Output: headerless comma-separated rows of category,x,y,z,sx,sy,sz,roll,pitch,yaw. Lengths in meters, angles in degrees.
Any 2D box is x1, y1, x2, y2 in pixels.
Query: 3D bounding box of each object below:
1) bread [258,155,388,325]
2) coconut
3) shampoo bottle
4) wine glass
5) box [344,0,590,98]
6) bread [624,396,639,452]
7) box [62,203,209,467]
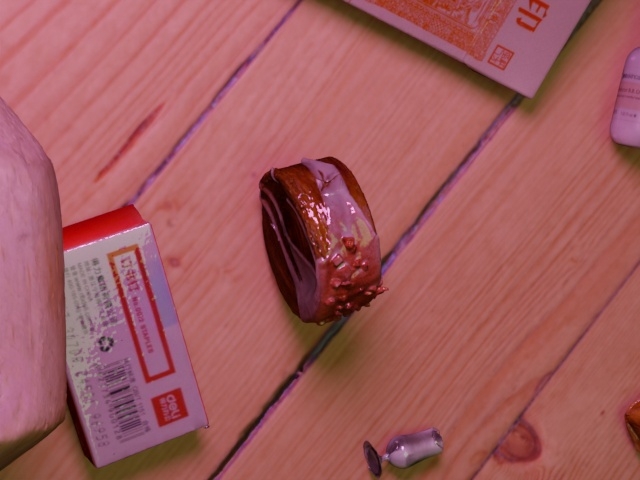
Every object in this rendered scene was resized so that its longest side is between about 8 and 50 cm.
bread,0.000,0.000,1.241,0.073,0.160,0.160,-15,105,-22
coconut,-0.367,0.054,0.980,0.344,0.415,0.415,1,99,-19
shampoo bottle,0.368,-0.193,1.396,0.074,0.074,0.192,10,97,-23
wine glass,0.090,0.223,1.383,0.083,0.042,0.039,-15,143,-22
box,0.112,-0.303,1.261,0.365,0.051,0.205,23,105,-24
bread,0.416,0.194,1.498,0.132,0.053,0.074,-35,106,-12
box,-0.197,0.093,1.236,0.123,0.050,0.229,-21,106,-19
